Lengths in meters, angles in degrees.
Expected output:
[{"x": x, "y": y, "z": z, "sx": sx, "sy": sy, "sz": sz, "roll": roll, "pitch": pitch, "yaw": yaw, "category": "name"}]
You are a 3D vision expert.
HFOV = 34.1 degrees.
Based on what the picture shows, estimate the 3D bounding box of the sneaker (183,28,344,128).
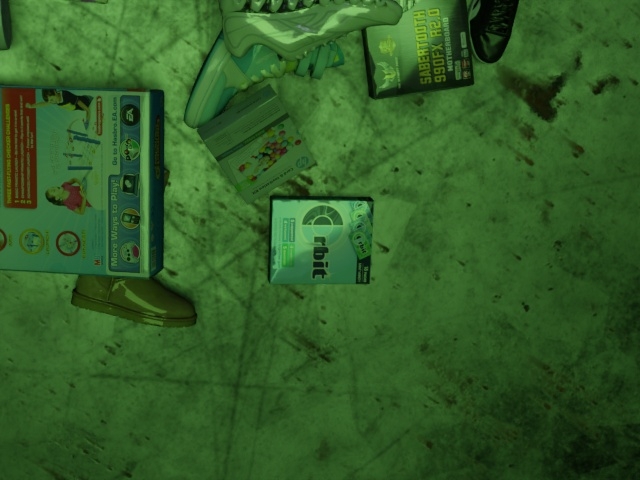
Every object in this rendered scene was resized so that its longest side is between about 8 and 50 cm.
[{"x": -0.081, "y": -0.293, "z": 1.757, "sx": 0.208, "sy": 0.127, "sz": 0.319, "roll": 29, "pitch": 98, "yaw": -12, "category": "sneaker"}]

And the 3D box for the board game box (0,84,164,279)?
[{"x": -0.414, "y": -0.100, "z": 1.723, "sx": 0.301, "sy": 0.086, "sz": 0.308, "roll": 3, "pitch": 99, "yaw": 8, "category": "board game box"}]

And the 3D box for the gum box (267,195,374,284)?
[{"x": 0.000, "y": 0.000, "z": 1.880, "sx": 0.184, "sy": 0.041, "sz": 0.157, "roll": 1, "pitch": 103, "yaw": -9, "category": "gum box"}]

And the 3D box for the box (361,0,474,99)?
[{"x": 0.163, "y": -0.372, "z": 1.808, "sx": 0.183, "sy": 0.056, "sz": 0.231, "roll": -9, "pitch": 104, "yaw": -7, "category": "box"}]

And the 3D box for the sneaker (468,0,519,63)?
[{"x": 0.308, "y": -0.409, "z": 1.787, "sx": 0.079, "sy": 0.121, "sz": 0.217, "roll": 5, "pitch": 102, "yaw": -8, "category": "sneaker"}]

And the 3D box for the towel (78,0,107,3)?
[{"x": -0.395, "y": -0.428, "z": 1.739, "sx": 0.083, "sy": 0.009, "sz": 0.060, "roll": 5, "pitch": 102, "yaw": -10, "category": "towel"}]

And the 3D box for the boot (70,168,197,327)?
[{"x": -0.304, "y": 0.004, "z": 1.814, "sx": 0.236, "sy": 0.089, "sz": 0.270, "roll": 12, "pitch": 100, "yaw": -11, "category": "boot"}]

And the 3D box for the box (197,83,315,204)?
[{"x": -0.106, "y": -0.160, "z": 1.779, "sx": 0.145, "sy": 0.038, "sz": 0.186, "roll": -32, "pitch": 142, "yaw": 0, "category": "box"}]

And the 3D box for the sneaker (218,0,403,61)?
[{"x": -0.016, "y": -0.344, "z": 1.659, "sx": 0.292, "sy": 0.110, "sz": 0.118, "roll": -1, "pitch": 102, "yaw": -2, "category": "sneaker"}]

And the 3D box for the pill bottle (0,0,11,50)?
[{"x": -0.615, "y": -0.349, "z": 1.667, "sx": 0.221, "sy": 0.121, "sz": 0.121, "roll": -4, "pitch": 104, "yaw": -8, "category": "pill bottle"}]
